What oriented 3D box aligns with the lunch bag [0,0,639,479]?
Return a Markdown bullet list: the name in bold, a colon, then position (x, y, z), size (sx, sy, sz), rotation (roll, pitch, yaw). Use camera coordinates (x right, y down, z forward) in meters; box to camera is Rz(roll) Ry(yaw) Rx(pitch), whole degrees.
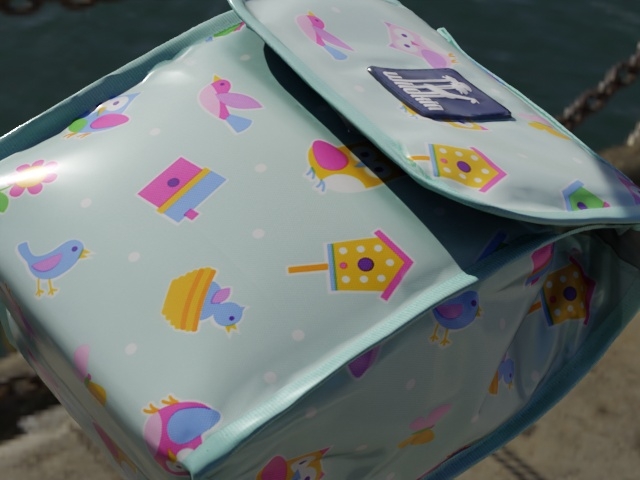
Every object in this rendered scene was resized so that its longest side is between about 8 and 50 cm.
- **lunch bag**: position (0.000, 0.000, 0.652), size (0.262, 0.160, 0.223), rotation (-34, 51, -17)
